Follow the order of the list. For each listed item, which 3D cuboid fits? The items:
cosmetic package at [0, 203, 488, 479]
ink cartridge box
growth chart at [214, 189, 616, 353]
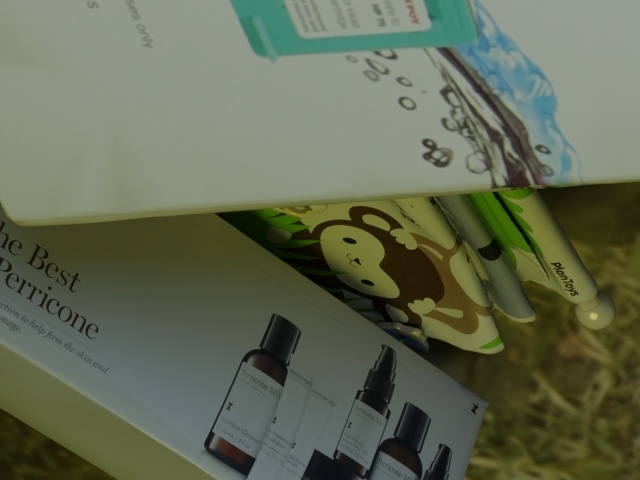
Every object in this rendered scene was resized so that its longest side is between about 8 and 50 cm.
[{"bbox_3d":[-0.048,0.049,0.695,0.239,0.099,0.060,35,146,-22],"label":"cosmetic package"},{"bbox_3d":[0.032,-0.144,0.461,0.270,0.198,0.197,-4,130,23],"label":"ink cartridge box"},{"bbox_3d":[0.000,0.000,0.703,0.237,0.021,0.172,-6,140,40],"label":"growth chart"}]
